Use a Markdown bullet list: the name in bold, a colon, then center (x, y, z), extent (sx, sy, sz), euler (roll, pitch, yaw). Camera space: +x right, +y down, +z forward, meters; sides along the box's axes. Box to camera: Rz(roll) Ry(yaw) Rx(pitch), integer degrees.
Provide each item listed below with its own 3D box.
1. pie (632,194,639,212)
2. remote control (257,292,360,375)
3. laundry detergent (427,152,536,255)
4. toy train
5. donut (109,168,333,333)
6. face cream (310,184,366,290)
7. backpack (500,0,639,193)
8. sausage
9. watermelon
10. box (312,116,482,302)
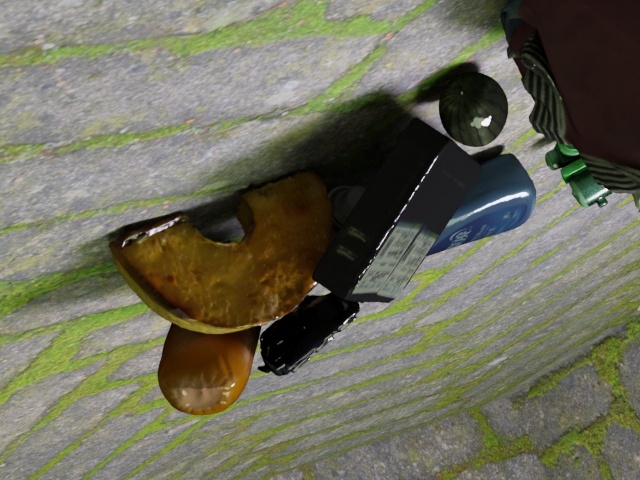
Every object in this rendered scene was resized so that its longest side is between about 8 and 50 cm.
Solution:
- **pie**: center (0.584, -0.144, 2.327), extent (0.296, 0.078, 0.371), euler (-46, -161, -23)
- **remote control**: center (-0.023, 0.111, 2.066), extent (0.144, 0.062, 0.399), euler (-40, 179, -4)
- **laundry detergent**: center (0.133, -0.019, 2.198), extent (0.290, 0.094, 0.143), euler (-22, 169, -16)
- **toy train**: center (0.426, -0.135, 2.245), extent (0.251, 0.119, 0.085), euler (-28, 167, 6)
- **donut**: center (-0.097, 0.034, 1.873), extent (0.259, 0.152, 0.101), euler (-18, 165, -27)
- **face cream**: center (0.000, 0.000, 2.077), extent (0.075, 0.075, 0.229), euler (-17, 164, -32)
- **backpack**: center (0.304, -0.156, 1.684), extent (0.197, 0.283, 0.317), euler (-49, 175, -2)
- **sausage**: center (-0.123, 0.105, 1.974), extent (0.105, 0.105, 0.274), euler (-31, -159, 21)
- **watermelon**: center (0.167, -0.144, 1.847), extent (0.078, 0.078, 0.110), euler (-27, 165, 6)
- **box**: center (0.093, -0.026, 1.936), extent (0.211, 0.058, 0.350), euler (-56, 170, 3)
